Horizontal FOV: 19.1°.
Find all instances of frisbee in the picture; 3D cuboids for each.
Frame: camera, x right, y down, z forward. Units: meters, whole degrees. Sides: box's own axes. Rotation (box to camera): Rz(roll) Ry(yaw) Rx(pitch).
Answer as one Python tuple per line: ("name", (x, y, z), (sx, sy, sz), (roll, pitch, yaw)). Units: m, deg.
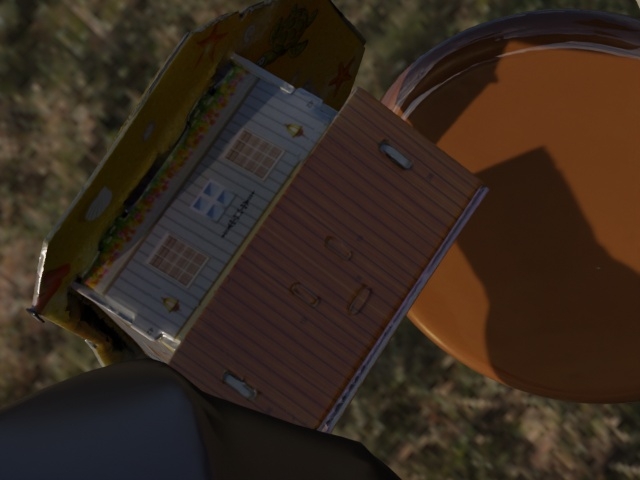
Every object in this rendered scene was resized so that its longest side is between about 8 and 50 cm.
("frisbee", (0.138, -0.010, 1.026), (0.250, 0.251, 0.021), (-17, 25, 28))

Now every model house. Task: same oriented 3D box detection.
("model house", (0.000, 0.000, 0.875), (0.136, 0.207, 0.219), (31, 79, 23))

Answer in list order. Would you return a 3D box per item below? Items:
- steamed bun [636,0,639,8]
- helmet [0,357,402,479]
("steamed bun", (0.370, -0.283, 1.537), (0.324, 0.206, 0.324), (-54, 25, 39))
("helmet", (-0.078, 0.146, 0.451), (0.305, 0.177, 0.225), (-33, -12, -42))
